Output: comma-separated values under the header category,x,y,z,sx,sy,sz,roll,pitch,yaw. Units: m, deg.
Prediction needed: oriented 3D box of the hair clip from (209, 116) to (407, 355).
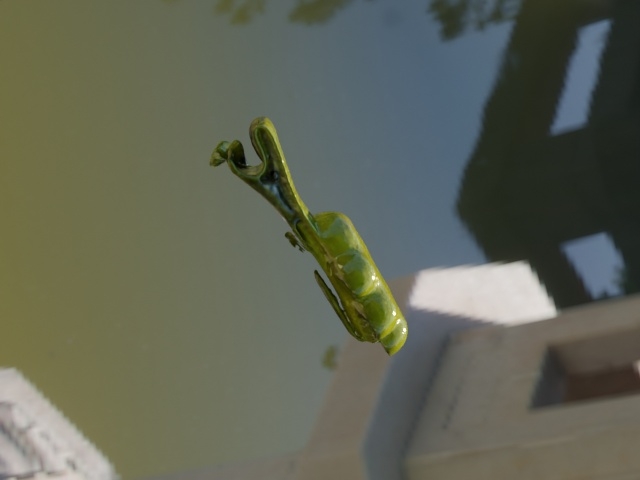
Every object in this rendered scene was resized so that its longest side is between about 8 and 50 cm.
category,x,y,z,sx,sy,sz,roll,pitch,yaw
hair clip,0.000,0.000,1.032,0.173,0.046,0.072,52,7,-10
